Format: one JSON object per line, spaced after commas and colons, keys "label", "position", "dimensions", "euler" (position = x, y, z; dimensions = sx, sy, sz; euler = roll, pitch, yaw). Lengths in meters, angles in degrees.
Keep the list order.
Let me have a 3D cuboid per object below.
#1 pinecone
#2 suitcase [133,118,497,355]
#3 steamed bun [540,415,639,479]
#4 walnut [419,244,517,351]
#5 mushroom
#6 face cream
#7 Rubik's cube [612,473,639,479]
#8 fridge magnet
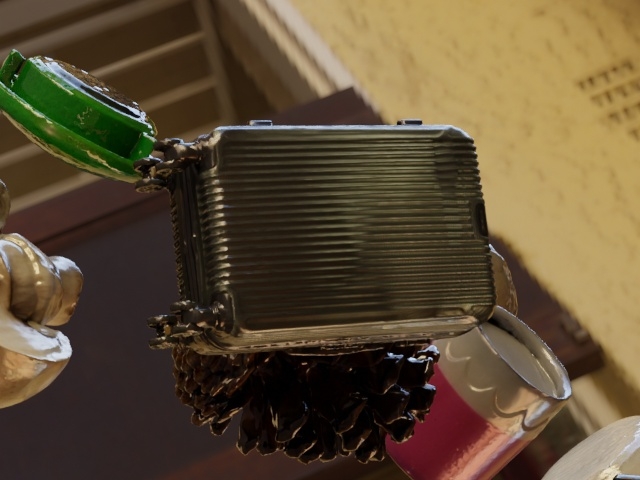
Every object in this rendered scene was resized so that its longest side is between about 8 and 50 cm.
{"label": "pinecone", "position": [-0.012, 0.116, 1.658], "dimensions": [0.292, 0.246, 0.246], "euler": [31, 1, -24]}
{"label": "suitcase", "position": [0.000, 0.000, 1.450], "dimensions": [0.128, 0.312, 0.202], "euler": [150, -64, -64]}
{"label": "steamed bun", "position": [0.309, 0.275, 1.692], "dimensions": [0.130, 0.177, 0.228], "euler": [54, 21, 2]}
{"label": "walnut", "position": [0.167, 0.080, 2.412], "dimensions": [0.248, 0.248, 0.248], "euler": [60, -16, 29]}
{"label": "mushroom", "position": [-0.367, 0.063, 1.696], "dimensions": [0.195, 0.189, 0.253], "euler": [9, 56, -61]}
{"label": "face cream", "position": [0.185, 0.197, 2.007], "dimensions": [0.175, 0.195, 0.175], "euler": [36, 20, -16]}
{"label": "Rubik's cube", "position": [0.418, 0.268, 1.567], "dimensions": [0.250, 0.234, 0.284], "euler": [29, -65, 20]}
{"label": "fridge magnet", "position": [-0.256, -0.128, 1.737], "dimensions": [0.208, 0.088, 0.208], "euler": [31, 7, -4]}
